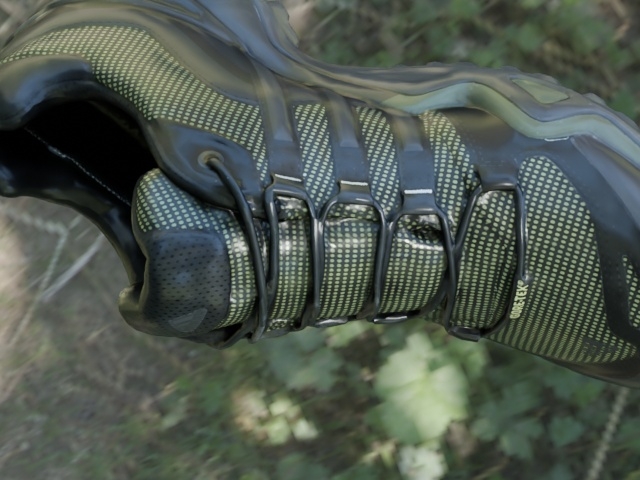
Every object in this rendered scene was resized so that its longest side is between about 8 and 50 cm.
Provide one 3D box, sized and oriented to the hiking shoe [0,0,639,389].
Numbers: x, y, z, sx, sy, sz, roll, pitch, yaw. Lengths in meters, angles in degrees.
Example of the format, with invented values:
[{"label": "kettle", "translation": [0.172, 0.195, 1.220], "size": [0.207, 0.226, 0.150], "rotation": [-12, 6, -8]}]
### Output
[{"label": "hiking shoe", "translation": [0.000, 0.000, 0.539], "size": [0.227, 0.086, 0.114], "rotation": [23, 47, 19]}]
